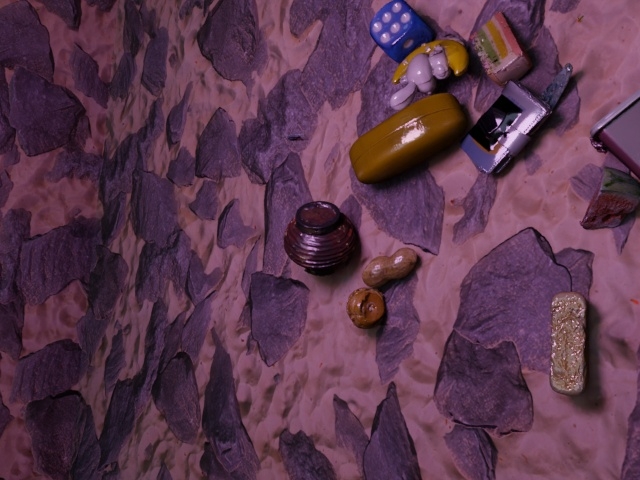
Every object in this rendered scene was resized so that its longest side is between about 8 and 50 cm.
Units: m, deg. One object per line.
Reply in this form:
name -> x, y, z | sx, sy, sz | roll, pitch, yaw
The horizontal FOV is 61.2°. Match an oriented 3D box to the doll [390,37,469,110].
doll -> 0.313, -0.493, 1.567 | 0.237, 0.111, 0.252 | -16, 43, 22

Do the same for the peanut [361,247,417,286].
peanut -> 0.208, 0.080, 1.626 | 0.193, 0.089, 0.089 | -24, 68, 30

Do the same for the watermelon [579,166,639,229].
watermelon -> 0.676, -0.085, 1.254 | 0.098, 0.121, 0.158 | 26, 105, 17

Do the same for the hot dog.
hot dog -> 0.594, 0.244, 1.287 | 0.084, 0.073, 0.242 | -3, 79, 35

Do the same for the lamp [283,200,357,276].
lamp -> 0.000, 0.000, 1.721 | 0.247, 0.247, 0.247 | -7, 79, 38

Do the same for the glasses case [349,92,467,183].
glasses case -> 0.246, -0.283, 1.586 | 0.371, 0.173, 0.141 | -28, 70, 33

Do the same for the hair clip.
hair clip -> 0.581, -0.355, 1.411 | 0.229, 0.036, 0.066 | -59, 47, 30

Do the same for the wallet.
wallet -> 0.484, -0.300, 1.442 | 0.231, 0.069, 0.170 | -52, 47, 31

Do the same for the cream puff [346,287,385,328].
cream puff -> 0.134, 0.204, 1.647 | 0.104, 0.119, 0.133 | -35, 34, 50

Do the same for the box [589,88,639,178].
box -> 0.760, -0.255, 1.164 | 0.294, 0.193, 0.167 | -42, 68, 26

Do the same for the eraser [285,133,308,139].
eraser -> -0.088, -0.376, 1.967 | 0.099, 0.027, 0.019 | 5, 79, 39

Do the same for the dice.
dice -> 0.248, -0.638, 1.662 | 0.143, 0.146, 0.146 | -43, 63, 23

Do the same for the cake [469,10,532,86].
cake -> 0.502, -0.526, 1.504 | 0.109, 0.090, 0.225 | -36, 44, 32
